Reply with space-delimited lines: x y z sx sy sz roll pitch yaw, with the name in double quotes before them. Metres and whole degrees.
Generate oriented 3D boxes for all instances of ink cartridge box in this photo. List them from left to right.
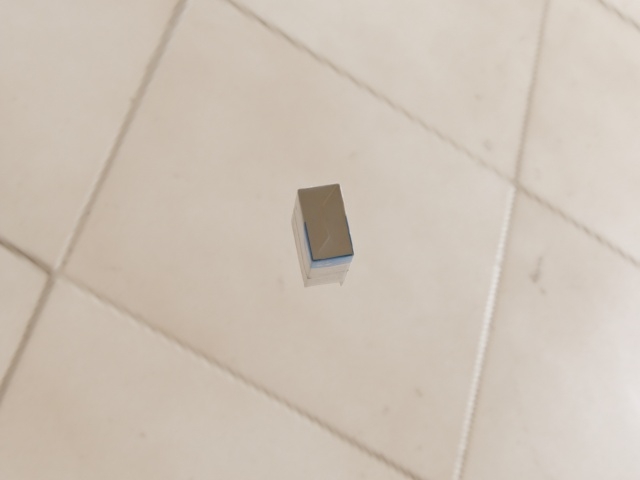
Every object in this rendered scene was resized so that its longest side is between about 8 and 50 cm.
"ink cartridge box" 0.000 0.000 0.907 0.028 0.083 0.048 -9 75 -7
